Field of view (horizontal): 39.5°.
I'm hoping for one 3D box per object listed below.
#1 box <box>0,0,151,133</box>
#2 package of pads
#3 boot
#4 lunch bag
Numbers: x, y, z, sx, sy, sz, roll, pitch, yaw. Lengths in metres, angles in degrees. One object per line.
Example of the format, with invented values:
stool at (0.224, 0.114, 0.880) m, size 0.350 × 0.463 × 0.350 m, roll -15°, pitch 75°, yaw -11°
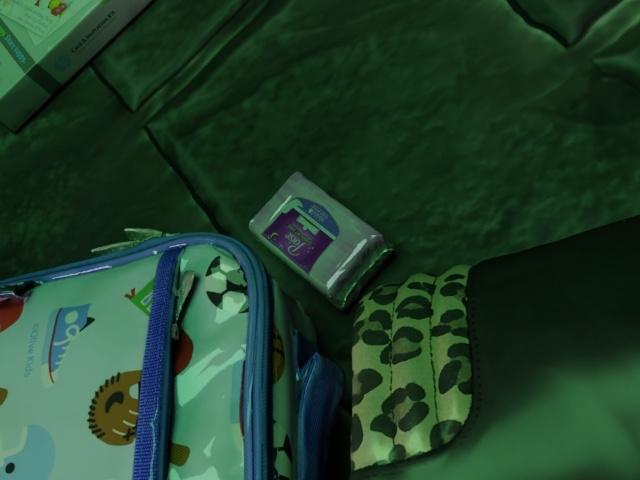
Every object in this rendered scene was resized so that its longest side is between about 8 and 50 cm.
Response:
box at (-0.229, -0.199, 0.752) m, size 0.186 × 0.038 × 0.145 m, roll -43°, pitch 55°, yaw 0°
package of pads at (0.000, 0.000, 0.541) m, size 0.050 × 0.032 × 0.083 m, roll -49°, pitch 55°, yaw -4°
boot at (0.165, 0.125, 0.331) m, size 0.284 × 0.138 × 0.377 m, roll -17°, pitch 56°, yaw 17°
lunch bag at (-0.108, 0.139, 0.449) m, size 0.243 × 0.115 × 0.303 m, roll -12°, pitch 58°, yaw 18°
